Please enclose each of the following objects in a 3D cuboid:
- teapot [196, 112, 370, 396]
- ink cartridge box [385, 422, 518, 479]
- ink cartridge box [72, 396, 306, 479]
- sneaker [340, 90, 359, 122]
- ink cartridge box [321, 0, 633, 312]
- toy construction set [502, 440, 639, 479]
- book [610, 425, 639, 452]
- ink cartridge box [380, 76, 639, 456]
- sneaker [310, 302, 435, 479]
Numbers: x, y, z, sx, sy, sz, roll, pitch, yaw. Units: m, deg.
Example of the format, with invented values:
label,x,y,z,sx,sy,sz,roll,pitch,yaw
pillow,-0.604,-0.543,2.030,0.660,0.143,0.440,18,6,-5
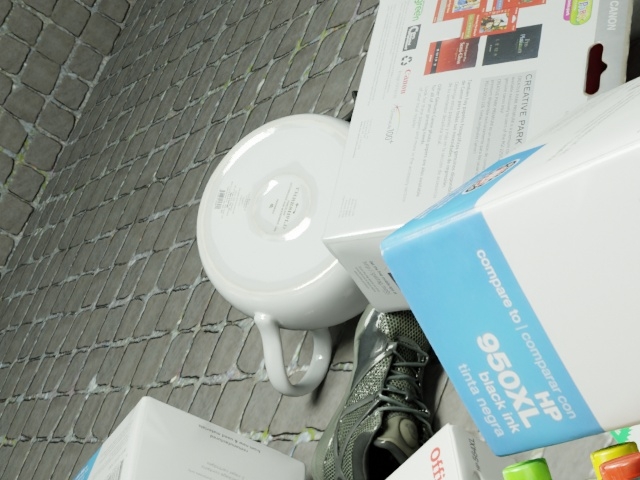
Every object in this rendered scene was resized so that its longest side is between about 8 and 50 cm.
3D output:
label,x,y,z,sx,sy,sz,roll,pitch,yaw
teapot,0.000,0.000,1.495,0.256,0.187,0.252,-37,55,10
ink cartridge box,0.079,0.273,1.113,0.203,0.086,0.148,-46,27,26
ink cartridge box,-0.151,0.341,1.337,0.198,0.197,0.270,-48,25,37
sneaker,0.011,-0.083,1.671,0.232,0.090,0.081,-51,25,18
ink cartridge box,0.173,-0.103,1.271,0.272,0.130,0.309,-7,51,29
toy construction set,0.211,0.175,0.838,0.328,0.215,0.151,-40,71,38
book,0.269,0.094,1.022,0.144,0.035,0.096,-56,19,10
ink cartridge box,0.278,-0.039,0.798,0.395,0.166,0.285,-24,6,47
sneaker,0.076,0.142,1.285,0.130,0.087,0.227,3,68,62
